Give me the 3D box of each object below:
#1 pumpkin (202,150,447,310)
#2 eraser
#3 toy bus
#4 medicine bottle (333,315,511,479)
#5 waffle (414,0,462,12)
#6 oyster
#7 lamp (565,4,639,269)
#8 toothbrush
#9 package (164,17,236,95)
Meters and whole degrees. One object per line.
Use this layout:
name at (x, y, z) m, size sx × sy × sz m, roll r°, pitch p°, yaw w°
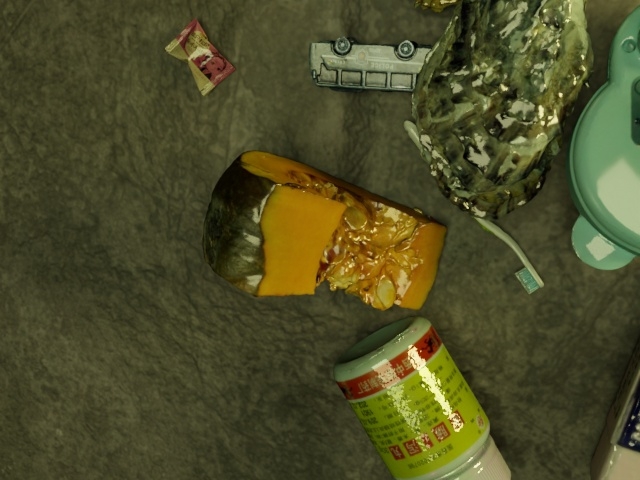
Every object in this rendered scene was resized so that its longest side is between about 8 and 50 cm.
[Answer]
pumpkin at (0.000, -0.001, 0.816) m, size 0.280 × 0.190 × 0.139 m, roll 21°, pitch 105°, yaw 11°
eraser at (0.415, 0.172, 0.783) m, size 0.130 × 0.086 × 0.287 m, roll 16°, pitch 105°, yaw 12°
toy bus at (0.068, -0.210, 0.830) m, size 0.165 × 0.047 × 0.065 m, roll 7°, pitch 107°, yaw 15°
medicine bottle at (0.125, 0.217, 0.850) m, size 0.139 × 0.139 × 0.226 m, roll -30°, pitch 92°, yaw 20°
waffle at (0.157, -0.395, 0.763) m, size 0.254 × 0.052 × 0.245 m, roll -30°, pitch 93°, yaw 19°
oyster at (0.204, -0.193, 0.731) m, size 0.158 × 0.162 × 0.351 m, roll 52°, pitch 136°, yaw 47°
lamp at (0.365, -0.110, 0.707) m, size 0.209 × 0.147 × 0.284 m, roll 2°, pitch 107°, yaw 11°
toothbrush at (0.187, -0.045, 0.841) m, size 0.026 × 0.022 × 0.263 m, roll -37°, pitch 89°, yaw 8°
package at (-0.158, -0.238, 0.900) m, size 0.059 × 0.029 × 0.083 m, roll -39°, pitch 99°, yaw 12°
